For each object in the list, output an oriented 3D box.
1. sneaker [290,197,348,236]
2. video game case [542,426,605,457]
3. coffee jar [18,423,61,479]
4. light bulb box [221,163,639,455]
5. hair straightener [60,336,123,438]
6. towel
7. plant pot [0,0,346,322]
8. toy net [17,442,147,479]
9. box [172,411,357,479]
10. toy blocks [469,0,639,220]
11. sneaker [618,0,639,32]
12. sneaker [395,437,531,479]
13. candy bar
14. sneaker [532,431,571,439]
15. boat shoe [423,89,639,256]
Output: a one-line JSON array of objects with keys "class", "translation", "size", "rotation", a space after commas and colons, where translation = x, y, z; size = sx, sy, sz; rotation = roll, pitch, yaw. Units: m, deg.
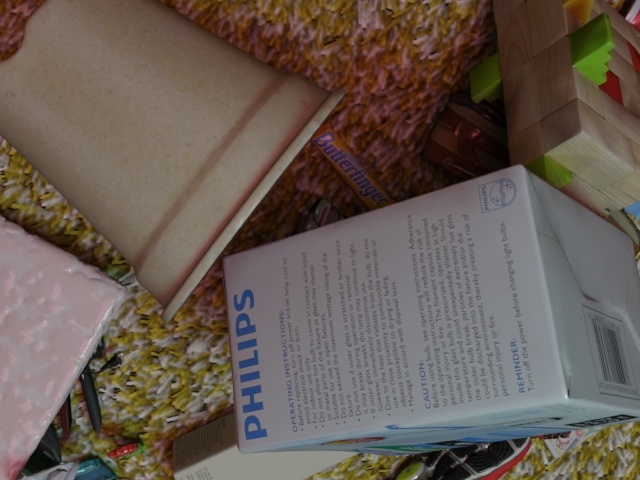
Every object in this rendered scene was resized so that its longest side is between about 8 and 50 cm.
[{"class": "sneaker", "translation": [0.000, 0.000, 1.230], "size": [0.069, 0.038, 0.098], "rotation": [36, 96, -14]}, {"class": "video game case", "translation": [0.373, 0.174, 1.336], "size": [0.206, 0.026, 0.227], "rotation": [-33, 106, 0]}, {"class": "coffee jar", "translation": [-0.435, 0.298, 1.200], "size": [0.184, 0.096, 0.079], "rotation": [-34, 131, -1]}, {"class": "light bulb box", "translation": [0.143, 0.107, 1.025], "size": [0.361, 0.358, 0.225], "rotation": [-17, 69, 31]}, {"class": "hair straightener", "translation": [-0.306, 0.146, 1.220], "size": [0.089, 0.047, 0.231], "rotation": [-4, 99, -8]}, {"class": "towel", "translation": [-0.452, 0.114, 1.127], "size": [0.331, 0.053, 0.317], "rotation": [29, 88, -2]}, {"class": "plant pot", "translation": [-0.191, -0.129, 1.048], "size": [0.305, 0.334, 0.334], "rotation": [38, 95, -4]}, {"class": "toy net", "translation": [-0.299, 0.301, 1.166], "size": [0.122, 0.232, 0.045], "rotation": [-23, 78, 6]}, {"class": "box", "translation": [-0.059, 0.270, 1.248], "size": [0.275, 0.113, 0.094], "rotation": [-24, 106, -1]}, {"class": "toy blocks", "translation": [0.342, -0.158, 1.124], "size": [0.261, 0.381, 0.190], "rotation": [28, 138, -31]}, {"class": "sneaker", "translation": [0.450, -0.319, 1.224], "size": [0.067, 0.042, 0.118], "rotation": [29, 105, -10]}, {"class": "sneaker", "translation": [0.188, 0.356, 1.327], "size": [0.279, 0.107, 0.118], "rotation": [-36, 125, 2]}, {"class": "candy bar", "translation": [0.043, -0.091, 1.227], "size": [0.040, 0.018, 0.161], "rotation": [-40, 106, 2]}, {"class": "sneaker", "translation": [0.219, 0.195, 1.278], "size": [0.261, 0.104, 0.125], "rotation": [10, 73, 9]}, {"class": "boat shoe", "translation": [0.276, -0.065, 1.227], "size": [0.324, 0.122, 0.120], "rotation": [36, 101, -7]}]
